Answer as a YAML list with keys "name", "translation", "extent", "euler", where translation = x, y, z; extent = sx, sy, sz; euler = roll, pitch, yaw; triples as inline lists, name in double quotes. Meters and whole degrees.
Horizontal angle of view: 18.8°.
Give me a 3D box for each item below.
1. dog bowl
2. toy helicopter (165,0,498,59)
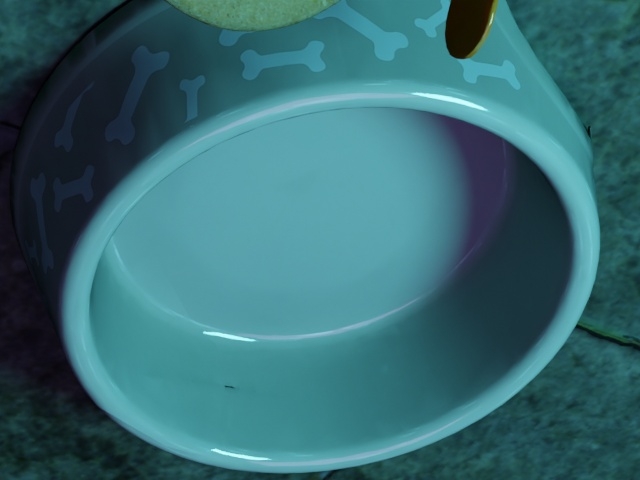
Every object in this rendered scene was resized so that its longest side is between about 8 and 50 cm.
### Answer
- name: "dog bowl"
  translation: [0.000, 0.000, 1.107]
  extent: [0.348, 0.102, 0.349]
  euler: [-7, 135, -7]
- name: "toy helicopter"
  translation: [0.049, -0.238, 0.872]
  extent: [0.235, 0.140, 0.355]
  euler: [34, 106, -29]
